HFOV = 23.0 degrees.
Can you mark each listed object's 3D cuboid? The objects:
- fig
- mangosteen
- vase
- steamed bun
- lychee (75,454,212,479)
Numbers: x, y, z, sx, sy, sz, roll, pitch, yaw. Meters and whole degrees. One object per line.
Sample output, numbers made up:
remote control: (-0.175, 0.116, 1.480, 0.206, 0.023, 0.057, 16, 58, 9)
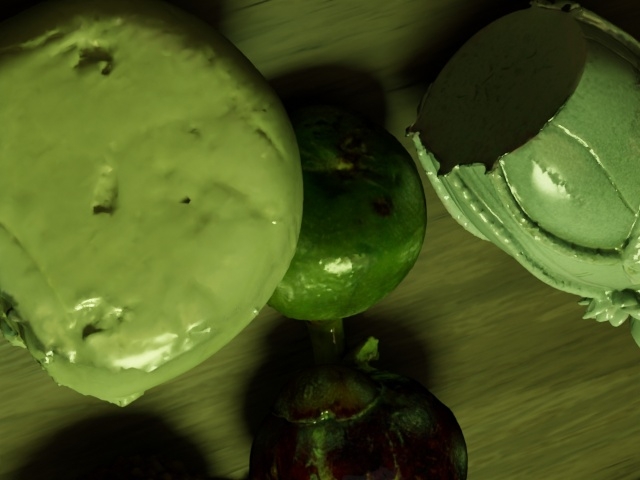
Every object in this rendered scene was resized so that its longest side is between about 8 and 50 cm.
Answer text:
fig: (0.000, 0.000, 1.548, 0.203, 0.203, 0.235, -14, 154, -12)
mangosteen: (0.038, 0.194, 1.655, 0.231, 0.231, 0.289, -3, 88, -19)
vase: (0.299, -0.038, 1.587, 0.250, 0.250, 0.445, -44, 128, 9)
steamed bun: (-0.179, -0.044, 1.373, 0.312, 0.233, 0.334, -31, 90, -13)
lychee: (-0.202, 0.361, 1.638, 0.267, 0.267, 0.267, -9, 123, -15)
